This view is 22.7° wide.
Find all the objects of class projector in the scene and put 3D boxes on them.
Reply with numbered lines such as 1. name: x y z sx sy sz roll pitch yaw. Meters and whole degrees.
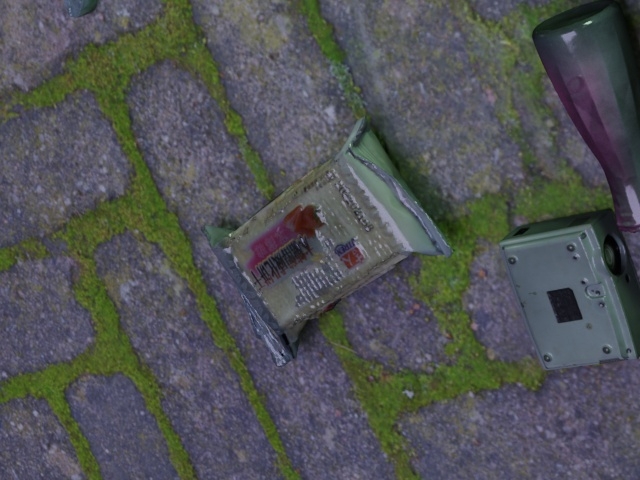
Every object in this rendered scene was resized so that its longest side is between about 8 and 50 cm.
1. projector: 0.256 0.053 1.603 0.115 0.061 0.147 -12 104 37

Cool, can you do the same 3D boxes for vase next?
1. vase: 0.273 -0.113 1.504 0.086 0.086 0.214 -11 109 38

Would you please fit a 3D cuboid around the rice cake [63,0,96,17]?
1. rice cake: -0.258 -0.331 1.797 0.030 0.042 0.180 32 127 16

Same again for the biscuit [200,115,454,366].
1. biscuit: 0.002 0.004 1.748 0.309 0.079 0.186 -33 88 39
